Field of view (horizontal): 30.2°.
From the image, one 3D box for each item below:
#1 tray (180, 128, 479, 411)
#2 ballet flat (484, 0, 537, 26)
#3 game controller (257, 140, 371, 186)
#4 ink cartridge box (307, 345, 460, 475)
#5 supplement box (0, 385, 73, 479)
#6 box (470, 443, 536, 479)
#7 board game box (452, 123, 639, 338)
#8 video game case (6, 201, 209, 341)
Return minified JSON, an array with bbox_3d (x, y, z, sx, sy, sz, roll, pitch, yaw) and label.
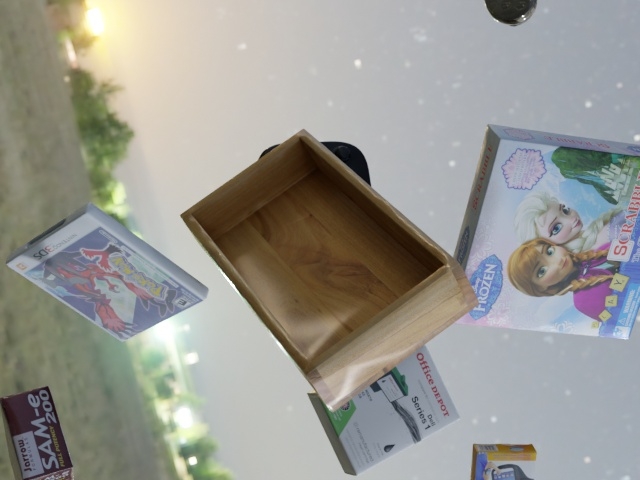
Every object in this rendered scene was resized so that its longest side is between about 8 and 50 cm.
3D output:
[{"bbox_3d":[-0.005,0.019,1.424,0.411,0.203,0.076,46,-11,53],"label":"tray"},{"bbox_3d":[0.286,-0.399,1.883,0.058,0.084,0.250,55,6,-36],"label":"ballet flat"},{"bbox_3d":[0.000,0.000,1.681,0.067,0.166,0.319,120,-32,-58],"label":"game controller"},{"bbox_3d":[0.113,0.292,2.086,0.160,0.219,0.092,64,-16,0],"label":"ink cartridge box"},{"bbox_3d":[-0.404,0.317,1.701,0.239,0.073,0.130,109,-38,-60],"label":"supplement box"},{"bbox_3d":[0.236,0.334,1.555,0.028,0.081,0.136,-111,-158,-76],"label":"box"},{"bbox_3d":[0.378,-0.007,1.861,0.066,0.318,0.319,-113,-148,-63],"label":"board game box"},{"bbox_3d":[-0.276,0.047,1.531,0.201,0.183,0.023,38,44,-28],"label":"video game case"}]
